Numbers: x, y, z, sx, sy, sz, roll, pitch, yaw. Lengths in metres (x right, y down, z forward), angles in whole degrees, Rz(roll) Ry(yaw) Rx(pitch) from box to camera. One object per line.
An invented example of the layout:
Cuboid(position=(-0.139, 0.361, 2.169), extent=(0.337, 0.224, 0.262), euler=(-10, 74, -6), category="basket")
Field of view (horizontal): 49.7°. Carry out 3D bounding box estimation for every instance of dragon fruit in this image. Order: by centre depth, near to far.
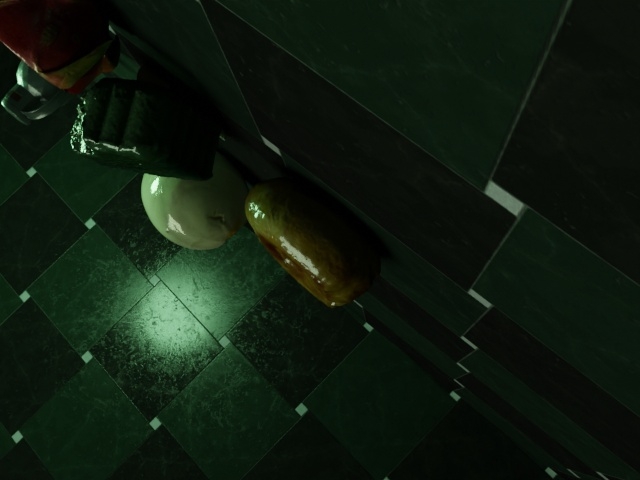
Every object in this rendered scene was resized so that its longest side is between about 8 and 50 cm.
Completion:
Cuboid(position=(-0.520, -0.436, 1.346), extent=(0.291, 0.189, 0.290), euler=(44, 180, 0), category="dragon fruit")

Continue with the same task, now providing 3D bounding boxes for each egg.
Cuboid(position=(-0.358, -0.130, 1.933), extent=(0.345, 0.283, 0.283), euler=(36, 172, 45), category="egg")

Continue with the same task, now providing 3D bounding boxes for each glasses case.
Cuboid(position=(-0.389, -0.338, 1.651), extent=(0.102, 0.070, 0.193), euler=(39, 173, -4), category="glasses case")

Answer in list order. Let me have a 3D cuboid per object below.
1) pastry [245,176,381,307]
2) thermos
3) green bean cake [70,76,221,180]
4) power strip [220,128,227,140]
Cuboid(position=(-0.019, -0.001, 1.505), extent=(0.356, 0.164, 0.356), euler=(45, 173, 7), category="pastry")
Cuboid(position=(-0.616, -0.391, 1.627), extent=(0.182, 0.286, 0.145), euler=(32, 170, 40), category="thermos")
Cuboid(position=(-0.399, -0.242, 1.471), extent=(0.301, 0.169, 0.308), euler=(11, 178, 16), category="green bean cake")
Cuboid(position=(-0.253, -0.267, 1.607), extent=(0.090, 0.016, 0.040), euler=(38, 175, 13), category="power strip")
